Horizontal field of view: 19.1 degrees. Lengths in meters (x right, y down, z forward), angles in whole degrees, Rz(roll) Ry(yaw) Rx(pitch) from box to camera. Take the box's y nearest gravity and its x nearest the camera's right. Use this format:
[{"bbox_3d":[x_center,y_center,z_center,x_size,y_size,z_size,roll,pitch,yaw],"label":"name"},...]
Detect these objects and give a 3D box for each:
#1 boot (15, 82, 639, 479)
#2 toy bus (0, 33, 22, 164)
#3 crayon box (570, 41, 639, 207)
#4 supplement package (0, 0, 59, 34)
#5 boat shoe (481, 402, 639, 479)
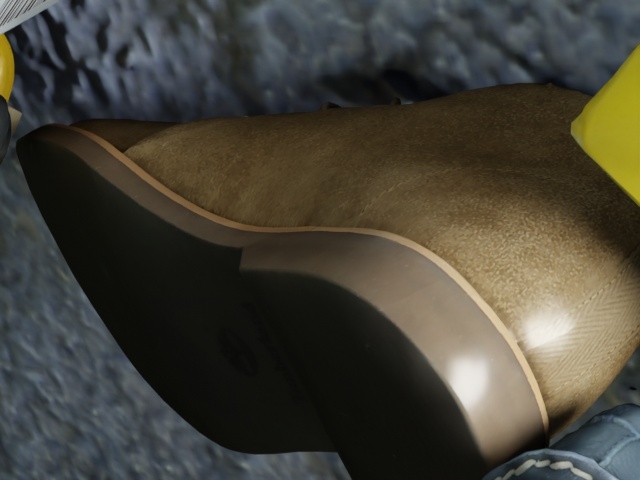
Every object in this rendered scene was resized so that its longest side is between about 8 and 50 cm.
[{"bbox_3d":[0.000,0.000,0.620,0.305,0.115,0.112,16,138,56],"label":"boot"},{"bbox_3d":[-0.161,-0.051,0.677,0.104,0.202,0.191,26,132,-38],"label":"toy bus"},{"bbox_3d":[0.270,-0.034,0.342,0.313,0.106,0.363,45,136,5],"label":"crayon box"},{"bbox_3d":[-0.128,-0.206,0.499,0.263,0.199,0.198,49,139,3],"label":"supplement package"},{"bbox_3d":[0.089,0.166,0.491,0.095,0.079,0.255,-6,107,44],"label":"boat shoe"}]
